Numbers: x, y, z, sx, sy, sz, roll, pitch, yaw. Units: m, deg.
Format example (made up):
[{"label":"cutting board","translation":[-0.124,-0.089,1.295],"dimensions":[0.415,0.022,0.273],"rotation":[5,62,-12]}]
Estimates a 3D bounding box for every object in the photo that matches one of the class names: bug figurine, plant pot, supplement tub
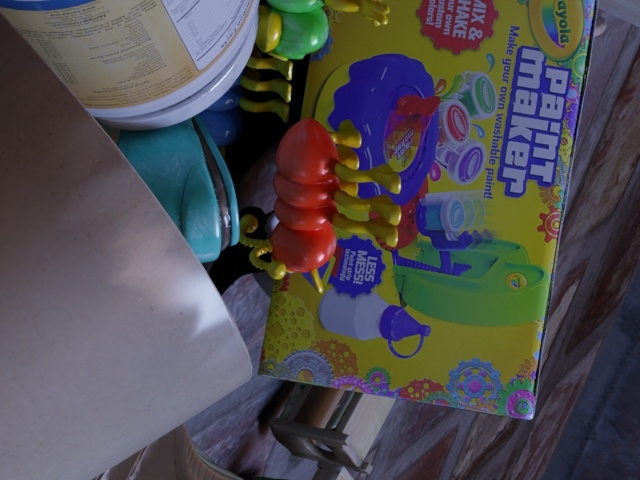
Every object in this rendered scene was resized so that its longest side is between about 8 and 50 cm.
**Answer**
[{"label":"bug figurine","translation":[-0.032,-0.105,1.063],"dimensions":[0.072,0.279,0.216],"rotation":[-4,114,-18]},{"label":"plant pot","translation":[-0.213,0.049,0.779],"dimensions":[0.274,0.256,0.256],"rotation":[-41,158,-13]},{"label":"supplement tub","translation":[-0.108,-0.146,0.891],"dimensions":[0.144,0.144,0.199],"rotation":[-58,163,-11]}]

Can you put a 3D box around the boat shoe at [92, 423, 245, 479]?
[{"label":"boat shoe","translation":[-0.150,0.161,1.305],"dimensions":[0.121,0.110,0.341],"rotation":[-53,143,-11]}]

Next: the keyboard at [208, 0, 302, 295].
[{"label":"keyboard","translation":[-0.109,-0.015,1.189],"dimensions":[0.317,0.033,0.201],"rotation":[-48,131,-37]}]

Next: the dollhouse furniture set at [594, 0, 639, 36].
[{"label":"dollhouse furniture set","translation":[0.322,-0.349,1.711],"dimensions":[0.286,0.198,0.303],"rotation":[-31,145,-59]}]

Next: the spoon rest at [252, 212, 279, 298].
[{"label":"spoon rest","translation":[0.000,0.000,1.564],"dimensions":[0.137,0.084,0.276],"rotation":[-65,176,16]}]

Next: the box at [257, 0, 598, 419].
[{"label":"box","translation":[0.071,-0.036,1.268],"dimensions":[0.279,0.177,0.290],"rotation":[89,10,-86]}]

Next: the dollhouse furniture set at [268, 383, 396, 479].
[{"label":"dollhouse furniture set","translation":[-0.018,0.147,1.708],"dimensions":[0.182,0.101,0.161],"rotation":[-60,139,-26]}]

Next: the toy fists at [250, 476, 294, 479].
[{"label":"toy fists","translation":[-0.092,0.307,1.718],"dimensions":[0.279,0.096,0.142],"rotation":[-34,156,-59]}]

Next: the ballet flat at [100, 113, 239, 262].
[{"label":"ballet flat","translation":[-0.108,-0.069,1.038],"dimensions":[0.247,0.087,0.083],"rotation":[-111,-163,-54]}]
